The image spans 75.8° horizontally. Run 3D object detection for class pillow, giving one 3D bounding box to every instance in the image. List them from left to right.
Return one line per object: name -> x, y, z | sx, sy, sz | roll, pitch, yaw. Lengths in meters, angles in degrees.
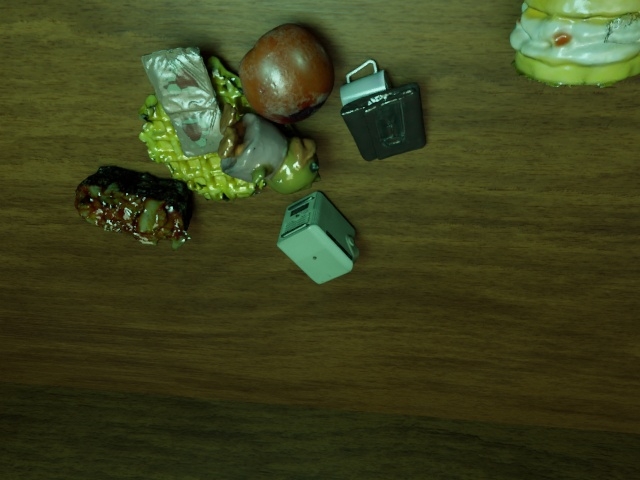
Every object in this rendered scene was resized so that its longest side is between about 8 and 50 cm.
pillow -> -0.300, -0.316, 0.955 | 0.135, 0.049, 0.248 | -8, 130, 9

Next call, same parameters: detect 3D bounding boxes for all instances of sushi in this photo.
sushi -> -0.541, -0.089, 1.238 | 0.343, 0.182, 0.196 | 15, 140, -3

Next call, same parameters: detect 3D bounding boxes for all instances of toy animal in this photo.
toy animal -> -0.114, -0.195, 0.985 | 0.281, 0.196, 0.169 | 12, 147, -28

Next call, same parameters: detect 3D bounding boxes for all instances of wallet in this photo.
wallet -> 0.163, -0.275, 1.008 | 0.181, 0.049, 0.229 | -14, 156, 14

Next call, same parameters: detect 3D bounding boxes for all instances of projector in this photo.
projector -> 0.000, 0.000, 1.251 | 0.163, 0.177, 0.242 | -26, 123, 30

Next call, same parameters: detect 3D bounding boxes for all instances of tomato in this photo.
tomato -> -0.070, -0.356, 0.906 | 0.208, 0.208, 0.184 | -31, 107, 30

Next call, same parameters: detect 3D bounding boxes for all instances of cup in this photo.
cup -> 0.107, -0.368, 0.978 | 0.116, 0.074, 0.104 | -8, 107, 20

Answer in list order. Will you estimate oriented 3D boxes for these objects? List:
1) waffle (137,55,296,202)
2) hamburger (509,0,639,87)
waffle -> -0.273, -0.268, 1.093 | 0.379, 0.095, 0.382 | -35, 123, 29
hamburger -> 0.495, -0.431, 0.737 | 0.276, 0.276, 0.237 | -4, 134, 10
